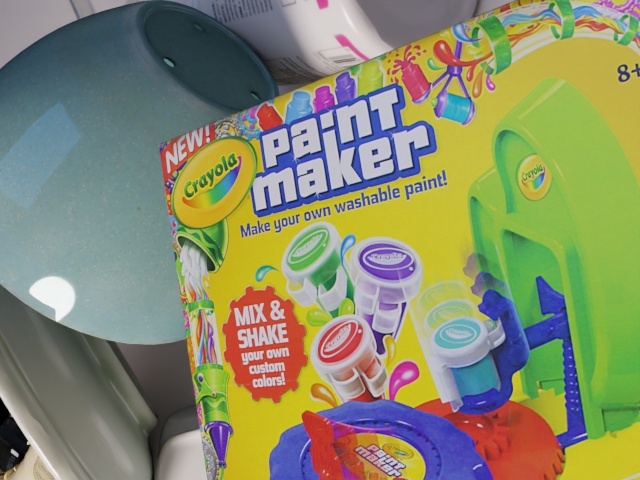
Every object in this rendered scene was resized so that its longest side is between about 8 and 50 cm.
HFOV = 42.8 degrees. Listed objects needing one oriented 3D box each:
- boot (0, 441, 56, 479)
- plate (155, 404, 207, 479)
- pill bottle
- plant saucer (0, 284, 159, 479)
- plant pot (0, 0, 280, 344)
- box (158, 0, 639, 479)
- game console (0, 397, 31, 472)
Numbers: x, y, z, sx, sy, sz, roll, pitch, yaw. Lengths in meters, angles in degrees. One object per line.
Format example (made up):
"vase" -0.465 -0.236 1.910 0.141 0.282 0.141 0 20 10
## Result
"boot" -0.404 0.315 1.096 0.262 0.095 0.203 38 110 27
"plate" -0.092 0.283 0.785 0.278 0.045 0.277 -25 59 45
"pill bottle" -0.010 -0.225 0.741 0.283 0.160 0.160 7 85 53
"plant saucer" -0.274 0.137 0.898 0.100 0.400 0.400 -32 38 -14
"plant pot" -0.143 -0.085 0.700 0.195 0.290 0.290 -46 46 32
"box" 0.091 0.052 0.421 0.290 0.177 0.279 -14 83 40
"game console" -0.513 0.350 1.317 0.361 0.044 0.213 2 82 53
